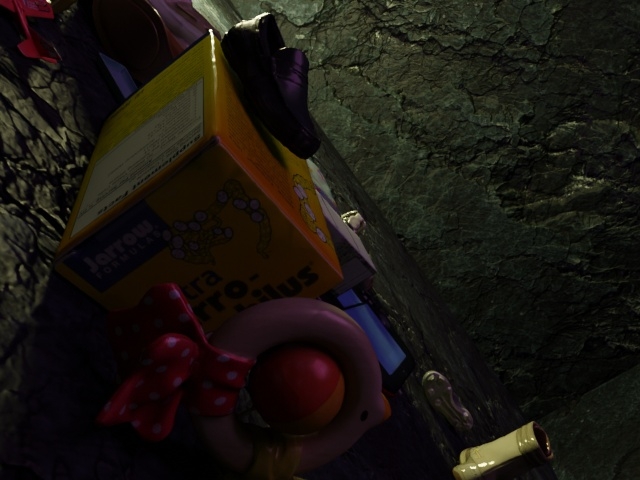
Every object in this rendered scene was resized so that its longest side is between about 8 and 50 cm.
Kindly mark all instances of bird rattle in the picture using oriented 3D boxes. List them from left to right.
[{"bbox_3d":[-0.053,0.129,0.512,0.253,0.207,0.143,62,-8,-14],"label":"bird rattle"}]

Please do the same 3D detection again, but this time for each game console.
[{"bbox_3d":[0.062,0.146,1.218,0.341,0.060,0.386,58,12,11],"label":"game console"}]

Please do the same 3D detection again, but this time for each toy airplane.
[{"bbox_3d":[-0.368,-0.276,0.740,0.151,0.028,0.151,51,14,-18],"label":"toy airplane"}]

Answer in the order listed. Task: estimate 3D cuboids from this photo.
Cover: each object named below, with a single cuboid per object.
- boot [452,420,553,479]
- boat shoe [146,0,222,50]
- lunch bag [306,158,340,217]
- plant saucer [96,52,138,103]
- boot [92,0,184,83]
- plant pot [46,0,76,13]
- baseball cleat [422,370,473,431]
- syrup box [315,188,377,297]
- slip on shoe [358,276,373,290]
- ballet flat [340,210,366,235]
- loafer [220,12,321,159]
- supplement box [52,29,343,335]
[{"bbox_3d":[0.408,0.474,1.330,0.095,0.204,0.262,61,14,21],"label":"boot"},{"bbox_3d":[-0.296,-0.418,1.113,0.302,0.113,0.103,41,61,-52],"label":"boat shoe"},{"bbox_3d":[-0.077,-0.144,1.338,0.279,0.108,0.224,43,16,-48],"label":"lunch bag"},{"bbox_3d":[-0.277,-0.195,0.909,0.192,0.018,0.067,57,12,12],"label":"plant saucer"},{"bbox_3d":[-0.267,-0.315,1.079,0.283,0.109,0.220,42,7,-10],"label":"boot"},{"bbox_3d":[-0.377,-0.378,0.868,0.081,0.081,0.083,54,2,-8],"label":"plant pot"},{"bbox_3d":[0.305,0.395,1.518,0.205,0.072,0.109,56,-3,-18],"label":"baseball cleat"},{"bbox_3d":[0.000,0.000,1.037,0.237,0.093,0.096,45,16,-51],"label":"syrup box"},{"bbox_3d":[0.100,0.083,1.369,0.135,0.052,0.041,-104,-168,-84],"label":"slip on shoe"},{"bbox_3d":[0.075,-0.029,1.648,0.095,0.096,0.280,55,12,-3],"label":"ballet flat"},{"bbox_3d":[-0.047,-0.181,0.674,0.076,0.078,0.223,38,21,-52],"label":"loafer"},{"bbox_3d":[-0.132,-0.064,0.693,0.195,0.194,0.356,48,14,-31],"label":"supplement box"}]
